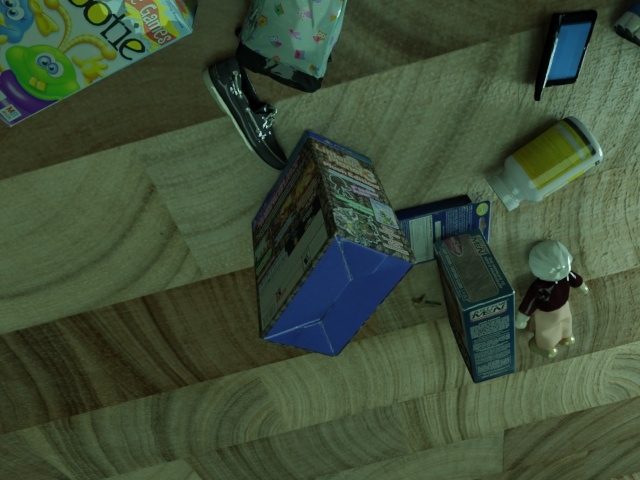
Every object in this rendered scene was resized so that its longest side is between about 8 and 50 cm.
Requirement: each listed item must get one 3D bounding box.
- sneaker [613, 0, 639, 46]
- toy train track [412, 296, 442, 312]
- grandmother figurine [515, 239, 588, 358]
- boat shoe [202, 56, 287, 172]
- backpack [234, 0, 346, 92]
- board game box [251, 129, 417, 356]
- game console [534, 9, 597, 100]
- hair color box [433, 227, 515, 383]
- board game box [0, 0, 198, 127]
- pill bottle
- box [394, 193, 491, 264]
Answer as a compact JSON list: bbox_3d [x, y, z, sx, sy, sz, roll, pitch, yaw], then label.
[{"bbox_3d":[0.644,-0.331,0.774,0.329,0.130,0.147,14,127,-21],"label":"sneaker"},{"bbox_3d":[0.255,0.152,1.173,0.083,0.014,0.048,9,120,-24],"label":"toy train track"},{"bbox_3d":[0.546,0.141,1.169,0.207,0.104,0.343,-34,129,-18],"label":"grandmother figurine"},{"bbox_3d":[-0.102,-0.197,0.781,0.064,0.075,0.206,-26,124,15],"label":"boat shoe"},{"bbox_3d":[-0.028,-0.311,0.675,0.151,0.115,0.182,16,122,-19],"label":"backpack"},{"bbox_3d":[0.000,0.000,0.818,0.141,0.291,0.232,19,124,-25],"label":"board game box"},{"bbox_3d":[0.399,-0.299,0.794,0.071,0.107,0.122,11,131,17],"label":"game console"},{"bbox_3d":[0.338,0.153,1.057,0.105,0.174,0.347,-19,137,6],"label":"hair color box"},{"bbox_3d":[-0.316,-0.289,0.621,0.275,0.144,0.142,-23,129,8],"label":"board game box"},{"bbox_3d":[0.410,-0.136,0.905,0.184,0.103,0.103,-35,126,18],"label":"pill bottle"},{"bbox_3d":[0.238,-0.017,1.014,0.225,0.037,0.137,-13,130,0],"label":"box"}]
